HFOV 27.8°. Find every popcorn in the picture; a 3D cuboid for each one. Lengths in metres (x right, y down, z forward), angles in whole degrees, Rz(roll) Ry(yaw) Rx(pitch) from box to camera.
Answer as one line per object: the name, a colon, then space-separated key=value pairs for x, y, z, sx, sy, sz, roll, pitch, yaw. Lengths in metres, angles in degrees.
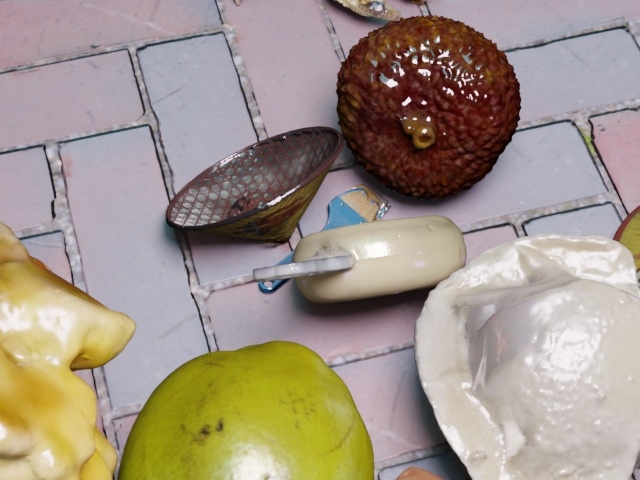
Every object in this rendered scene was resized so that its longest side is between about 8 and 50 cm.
popcorn: x=-0.354 y=0.143 z=0.992 sx=0.390 sy=0.344 sz=0.354 roll=-6 pitch=95 yaw=22

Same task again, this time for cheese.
cheese: x=0.044 y=0.017 z=1.172 sx=0.163 sy=0.249 sz=0.070 roll=-9 pitch=88 yaw=12

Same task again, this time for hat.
hat: x=-0.051 y=-0.033 z=1.282 sx=0.193 sy=0.082 sz=0.193 roll=-23 pitch=22 yaw=10

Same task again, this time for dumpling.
dumpling: x=0.191 y=0.110 z=1.118 sx=0.227 sy=0.175 sz=0.243 roll=15 pitch=28 yaw=-5

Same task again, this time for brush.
brush: x=0.000 y=0.000 z=1.296 sx=0.051 sy=0.014 sz=0.164 roll=39 pitch=65 yaw=23

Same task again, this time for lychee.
lychee: x=0.109 y=-0.135 z=1.291 sx=0.194 sy=0.194 sz=0.194 roll=1 pitch=56 yaw=-1

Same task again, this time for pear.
pear: x=-0.061 y=0.204 z=1.044 sx=0.212 sy=0.212 sz=0.269 roll=18 pitch=51 yaw=11

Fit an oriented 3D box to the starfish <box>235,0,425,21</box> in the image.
starfish: x=0.008 y=-0.324 z=1.484 sx=0.216 sy=0.071 sz=0.238 roll=-33 pitch=56 yaw=-27

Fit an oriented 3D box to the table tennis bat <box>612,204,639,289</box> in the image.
table tennis bat: x=0.366 y=0.071 z=1.247 sx=0.200 sy=0.038 sz=0.310 roll=17 pitch=54 yaw=11

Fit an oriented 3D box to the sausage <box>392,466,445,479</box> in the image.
sausage: x=0.168 y=0.287 z=1.066 sx=0.289 sy=0.086 sz=0.086 roll=30 pitch=61 yaw=19
